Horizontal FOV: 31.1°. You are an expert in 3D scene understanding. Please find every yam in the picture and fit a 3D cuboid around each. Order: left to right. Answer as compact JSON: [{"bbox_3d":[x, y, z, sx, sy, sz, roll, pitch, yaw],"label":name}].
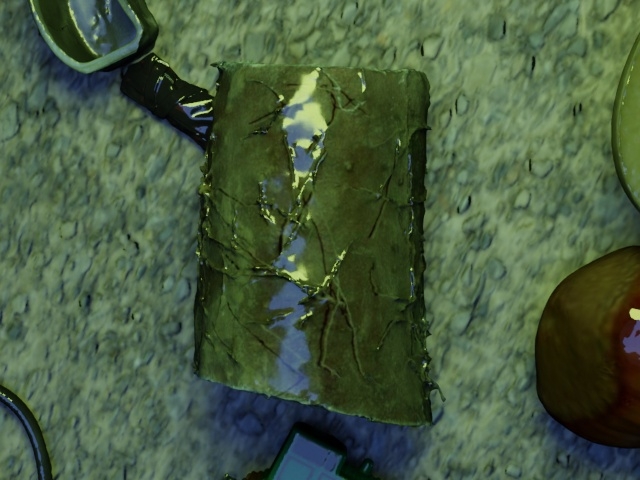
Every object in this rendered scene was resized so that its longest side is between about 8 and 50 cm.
[{"bbox_3d":[0.000,0.000,1.068,0.241,0.241,0.348,1,92,4],"label":"yam"}]

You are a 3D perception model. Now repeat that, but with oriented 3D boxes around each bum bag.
[{"bbox_3d":[-0.143,-0.139,1.159,0.124,0.034,0.058,32,112,1],"label":"bum bag"}]

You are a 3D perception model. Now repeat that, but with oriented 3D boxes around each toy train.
[{"bbox_3d":[0.012,0.272,1.170,0.227,0.091,0.136,25,88,1],"label":"toy train"}]

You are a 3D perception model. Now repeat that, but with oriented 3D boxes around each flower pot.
[{"bbox_3d":[-0.228,-0.277,1.114,0.103,0.108,0.229,-13,97,6],"label":"flower pot"}]

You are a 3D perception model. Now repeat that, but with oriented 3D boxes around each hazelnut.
[{"bbox_3d":[0.309,0.099,1.090,0.210,0.210,0.186,-37,63,8],"label":"hazelnut"}]

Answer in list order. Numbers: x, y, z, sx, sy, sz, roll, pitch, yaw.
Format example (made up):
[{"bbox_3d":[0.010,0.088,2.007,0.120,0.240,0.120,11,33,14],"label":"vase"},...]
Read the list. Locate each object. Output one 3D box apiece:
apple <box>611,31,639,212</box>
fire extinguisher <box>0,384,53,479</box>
[{"bbox_3d":[0.453,-0.120,0.994,0.311,0.320,0.360,33,93,39],"label":"apple"},{"bbox_3d":[-0.358,0.303,1.210,0.200,0.113,0.376,-37,95,-35],"label":"fire extinguisher"}]
